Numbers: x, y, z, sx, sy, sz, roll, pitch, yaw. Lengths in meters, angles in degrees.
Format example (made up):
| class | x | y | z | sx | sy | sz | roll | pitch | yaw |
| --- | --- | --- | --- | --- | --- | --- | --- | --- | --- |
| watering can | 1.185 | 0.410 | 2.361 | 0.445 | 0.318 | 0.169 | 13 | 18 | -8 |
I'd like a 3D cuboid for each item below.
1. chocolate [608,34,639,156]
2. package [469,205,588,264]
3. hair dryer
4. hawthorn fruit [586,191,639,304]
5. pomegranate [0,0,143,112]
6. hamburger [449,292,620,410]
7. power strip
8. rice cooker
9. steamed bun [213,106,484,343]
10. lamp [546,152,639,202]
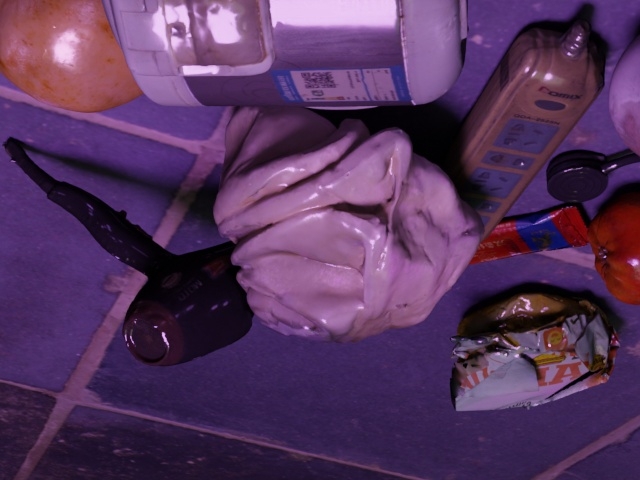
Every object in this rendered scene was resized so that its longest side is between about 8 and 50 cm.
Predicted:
| class | x | y | z | sx | sy | sz | roll | pitch | yaw |
| --- | --- | --- | --- | --- | --- | --- | --- | --- | --- |
| chocolate | 0.346 | -0.129 | 1.190 | 0.221 | 0.147 | 0.221 | -16 | 126 | -23 |
| package | 0.224 | -0.002 | 1.551 | 0.200 | 0.022 | 0.083 | -10 | 146 | 28 |
| hair dryer | -0.203 | -0.025 | 1.483 | 0.359 | 0.303 | 0.120 | 37 | 129 | 8 |
| hawthorn fruit | 0.363 | 0.008 | 1.444 | 0.140 | 0.125 | 0.125 | 12 | 151 | 14 |
| pomegranate | -0.214 | -0.204 | 1.126 | 0.196 | 0.196 | 0.196 | 5 | 150 | 3 |
| hamburger | 0.253 | 0.136 | 1.685 | 0.235 | 0.125 | 0.214 | 15 | 143 | -22 |
| power strip | 0.193 | -0.102 | 1.346 | 0.092 | 0.066 | 0.387 | 10 | 149 | -11 |
| rice cooker | -0.026 | -0.229 | 0.958 | 0.277 | 0.288 | 0.288 | -1 | 149 | 8 |
| steamed bun | 0.000 | 0.000 | 1.354 | 0.268 | 0.207 | 0.280 | 11 | 158 | 40 |
| lamp | 0.396 | -0.074 | 1.310 | 0.371 | 0.108 | 0.130 | -11 | 149 | 26 |
